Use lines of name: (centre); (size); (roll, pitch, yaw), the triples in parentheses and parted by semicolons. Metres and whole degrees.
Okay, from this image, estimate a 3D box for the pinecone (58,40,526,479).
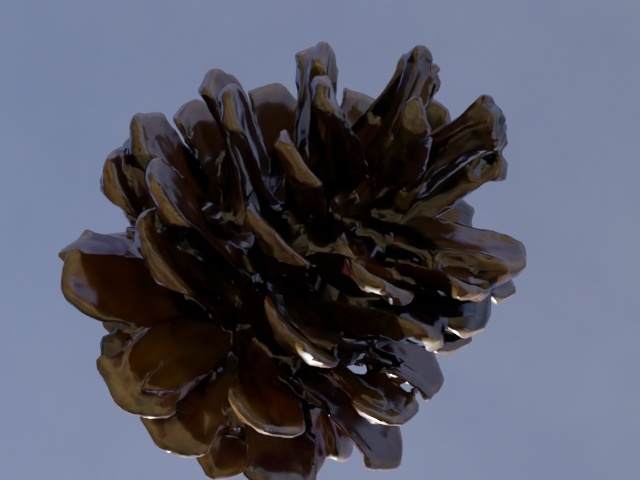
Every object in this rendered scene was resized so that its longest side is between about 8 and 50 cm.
pinecone: (0.000, 0.000, 1.598); (0.384, 0.384, 0.384); (1, -88, 33)
